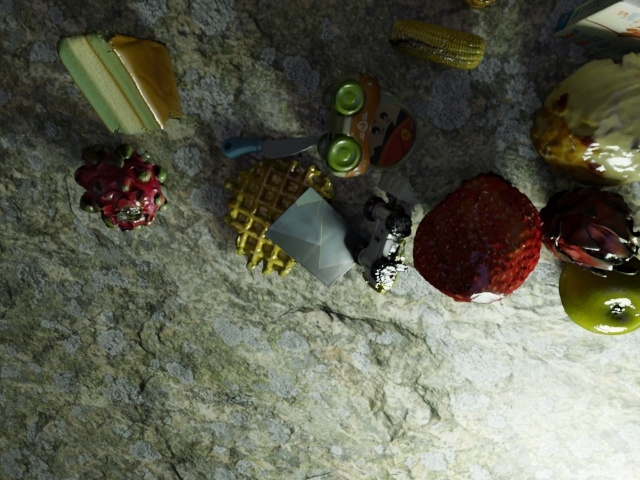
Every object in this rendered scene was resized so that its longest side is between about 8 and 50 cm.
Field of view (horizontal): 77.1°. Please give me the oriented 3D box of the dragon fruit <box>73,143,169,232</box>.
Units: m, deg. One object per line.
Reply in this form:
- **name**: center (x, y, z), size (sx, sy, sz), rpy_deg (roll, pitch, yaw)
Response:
- **dragon fruit**: center (-0.519, -0.138, 1.011), size (0.272, 0.198, 0.218), rpy_deg (16, 119, 6)

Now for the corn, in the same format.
- **corn**: center (0.243, -0.412, 0.843), size (0.203, 0.072, 0.072), rpy_deg (18, 110, 5)

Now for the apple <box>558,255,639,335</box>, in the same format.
- **apple**: center (0.640, 0.116, 0.896), size (0.196, 0.157, 0.196), rpy_deg (7, 114, 17)

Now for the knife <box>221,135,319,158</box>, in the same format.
- **knife**: center (-0.125, -0.227, 0.987), size (0.244, 0.032, 0.058), rpy_deg (1, 71, 9)

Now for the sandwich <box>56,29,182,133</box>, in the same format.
- **sandwich**: center (-0.441, -0.343, 0.909), size (0.155, 0.227, 0.198), rpy_deg (-3, 107, 12)

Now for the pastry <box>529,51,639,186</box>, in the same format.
- **pastry**: center (0.553, -0.201, 0.768), size (0.256, 0.170, 0.237), rpy_deg (32, 131, -26)

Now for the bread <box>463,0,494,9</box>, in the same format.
- **bread**: center (0.295, -0.566, 0.766), size (0.222, 0.096, 0.181), rpy_deg (38, 111, -5)

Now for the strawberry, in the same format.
- **strawberry**: center (0.336, 0.011, 0.849), size (0.238, 0.288, 0.250), rpy_deg (23, 131, -7)

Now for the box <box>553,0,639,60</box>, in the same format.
- **box**: center (0.580, -0.352, 0.689), size (0.265, 0.273, 0.048), rpy_deg (21, 111, 2)

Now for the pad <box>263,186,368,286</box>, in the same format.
- **pad**: center (0.000, 0.000, 0.997), size (0.163, 0.004, 0.243), rpy_deg (-44, 117, 9)

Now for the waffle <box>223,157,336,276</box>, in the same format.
- **waffle**: center (-0.105, -0.056, 1.031), size (0.307, 0.060, 0.312), rpy_deg (-5, 107, 14)

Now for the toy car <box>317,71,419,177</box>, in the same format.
- **toy car**: center (0.113, -0.251, 0.900), size (0.235, 0.145, 0.235), rpy_deg (-3, 110, -9)

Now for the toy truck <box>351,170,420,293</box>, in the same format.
- **toy truck**: center (0.164, -0.016, 0.960), size (0.111, 0.136, 0.286), rpy_deg (5, 110, -27)

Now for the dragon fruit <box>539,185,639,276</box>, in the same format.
- **dragon fruit**: center (0.550, -0.027, 0.830), size (0.188, 0.182, 0.182), rpy_deg (7, 116, 53)
